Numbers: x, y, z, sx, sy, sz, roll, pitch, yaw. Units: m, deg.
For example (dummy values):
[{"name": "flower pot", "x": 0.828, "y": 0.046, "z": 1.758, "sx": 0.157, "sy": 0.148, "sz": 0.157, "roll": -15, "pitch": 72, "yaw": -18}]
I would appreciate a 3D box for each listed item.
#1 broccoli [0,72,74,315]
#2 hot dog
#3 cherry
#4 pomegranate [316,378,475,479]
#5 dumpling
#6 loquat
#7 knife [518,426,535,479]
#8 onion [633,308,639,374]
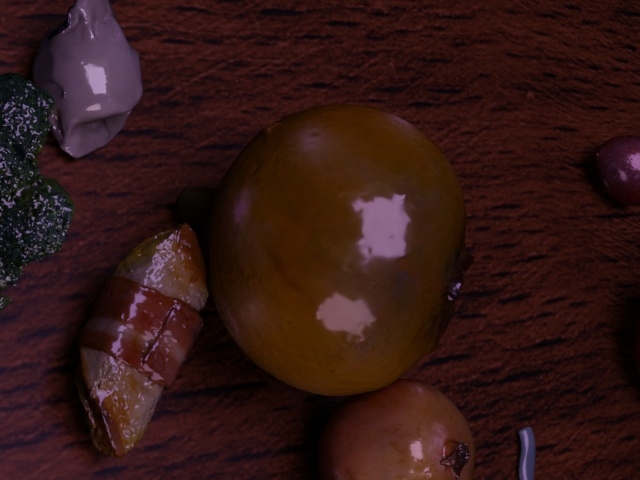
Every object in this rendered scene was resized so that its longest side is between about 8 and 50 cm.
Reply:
[{"name": "broccoli", "x": -0.341, "y": -0.031, "z": 1.427, "sx": 0.269, "sy": 0.254, "sz": 0.269, "roll": 7, "pitch": 90, "yaw": -65}, {"name": "hot dog", "x": -0.200, "y": 0.101, "z": 1.551, "sx": 0.123, "sy": 0.093, "sz": 0.261, "roll": 37, "pitch": 69, "yaw": -29}, {"name": "cherry", "x": 0.502, "y": -0.092, "z": 2.172, "sx": 0.225, "sy": 0.090, "sz": 0.107, "roll": 22, "pitch": 58, "yaw": -30}, {"name": "pomegranate", "x": 0.090, "y": 0.255, "z": 1.656, "sx": 0.191, "sy": 0.191, "sz": 0.191, "roll": 15, "pitch": 65, "yaw": -33}, {"name": "dumpling", "x": -0.251, "y": -0.189, "z": 1.629, "sx": 0.150, "sy": 0.092, "sz": 0.176, "roll": 3, "pitch": 66, "yaw": -52}, {"name": "loquat", "x": 0.000, "y": 0.000, "z": 1.621, "sx": 0.359, "sy": 0.328, "sz": 0.328, "roll": 19, "pitch": 51, "yaw": 19}, {"name": "knife", "x": 0.266, "y": 0.344, "z": 1.869, "sx": 0.028, "sy": 0.015, "sz": 0.210, "roll": 25, "pitch": 60, "yaw": -37}, {"name": "onion", "x": 0.579, "y": 0.141, "z": 2.094, "sx": 0.272, "sy": 0.195, "sz": 0.272, "roll": 0, "pitch": 96, "yaw": -4}]
